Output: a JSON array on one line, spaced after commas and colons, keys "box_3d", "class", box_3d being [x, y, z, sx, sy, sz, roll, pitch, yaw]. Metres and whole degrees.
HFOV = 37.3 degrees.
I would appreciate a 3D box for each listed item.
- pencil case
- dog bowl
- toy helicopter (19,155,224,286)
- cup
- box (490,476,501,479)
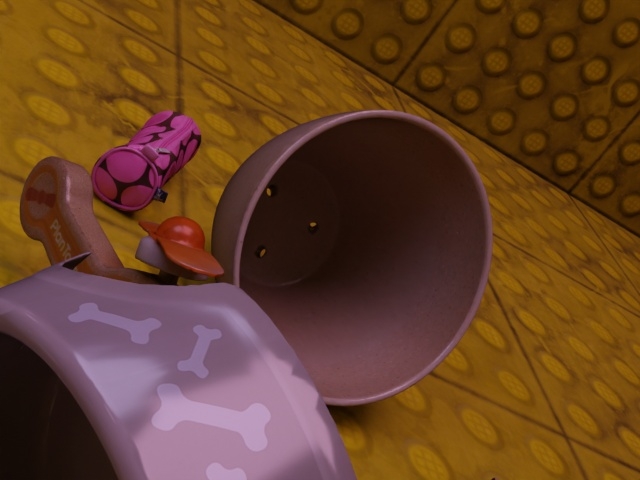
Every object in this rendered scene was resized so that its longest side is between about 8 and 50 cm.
[{"box_3d": [-0.217, -0.110, 1.234, 0.095, 0.098, 0.209, 34, 22, -8], "class": "pencil case"}, {"box_3d": [-0.127, 0.176, 0.528, 0.102, 0.348, 0.349, -8, 48, -44], "class": "dog bowl"}, {"box_3d": [-0.183, 0.039, 0.819, 0.140, 0.235, 0.355, 13, 33, -45], "class": "toy helicopter"}, {"box_3d": [0.000, 0.000, 1.129, 0.331, 0.331, 0.237, 22, 0, -32], "class": "cup"}, {"box_3d": [0.298, 0.383, 1.146, 0.201, 0.021, 0.164, 28, 24, -20], "class": "box"}]
